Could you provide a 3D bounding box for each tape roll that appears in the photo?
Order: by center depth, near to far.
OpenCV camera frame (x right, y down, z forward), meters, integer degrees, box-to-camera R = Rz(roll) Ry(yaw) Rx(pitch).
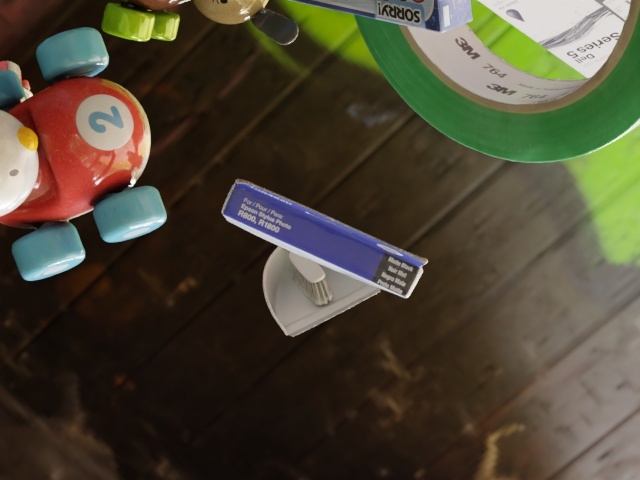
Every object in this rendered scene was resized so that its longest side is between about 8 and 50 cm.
[{"bbox_3d":[0.163,-0.224,1.271,0.321,0.321,0.077,51,-137,9],"label":"tape roll"}]

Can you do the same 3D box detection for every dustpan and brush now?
[{"bbox_3d":[-0.029,0.024,2.149,0.211,0.147,0.060,49,162,51],"label":"dustpan and brush"}]

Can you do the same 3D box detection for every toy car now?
[{"bbox_3d":[-0.304,-0.086,1.611,0.238,0.210,0.219,-6,-106,-68],"label":"toy car"},{"bbox_3d":[-0.104,-0.265,1.626,0.188,0.155,0.149,16,-169,12],"label":"toy car"}]

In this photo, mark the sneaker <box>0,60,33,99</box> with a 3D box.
[{"bbox_3d":[-0.394,-0.152,1.928,0.116,0.136,0.314,29,177,-38],"label":"sneaker"}]

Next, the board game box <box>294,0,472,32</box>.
[{"bbox_3d":[0.023,-0.235,1.175,0.035,0.136,0.201,-26,-150,-34],"label":"board game box"}]

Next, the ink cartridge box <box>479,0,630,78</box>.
[{"bbox_3d":[0.319,-0.310,1.857,0.273,0.198,0.114,29,-122,-32],"label":"ink cartridge box"}]

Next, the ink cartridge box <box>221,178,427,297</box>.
[{"bbox_3d":[0.000,0.000,1.756,0.223,0.045,0.224,24,177,-1],"label":"ink cartridge box"}]
